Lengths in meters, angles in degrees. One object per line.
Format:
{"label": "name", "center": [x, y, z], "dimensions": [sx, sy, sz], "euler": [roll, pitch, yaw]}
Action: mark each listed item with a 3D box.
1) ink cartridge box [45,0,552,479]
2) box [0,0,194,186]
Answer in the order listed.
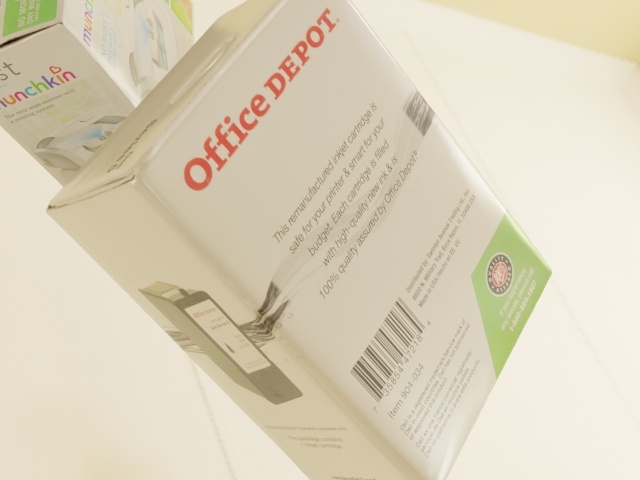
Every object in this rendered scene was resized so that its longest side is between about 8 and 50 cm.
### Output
{"label": "ink cartridge box", "center": [0.000, 0.000, 0.676], "dimensions": [0.273, 0.115, 0.198], "euler": [49, -124, -22]}
{"label": "box", "center": [-0.229, -0.199, 1.028], "dimensions": [0.231, 0.127, 0.262], "euler": [54, -157, -48]}
